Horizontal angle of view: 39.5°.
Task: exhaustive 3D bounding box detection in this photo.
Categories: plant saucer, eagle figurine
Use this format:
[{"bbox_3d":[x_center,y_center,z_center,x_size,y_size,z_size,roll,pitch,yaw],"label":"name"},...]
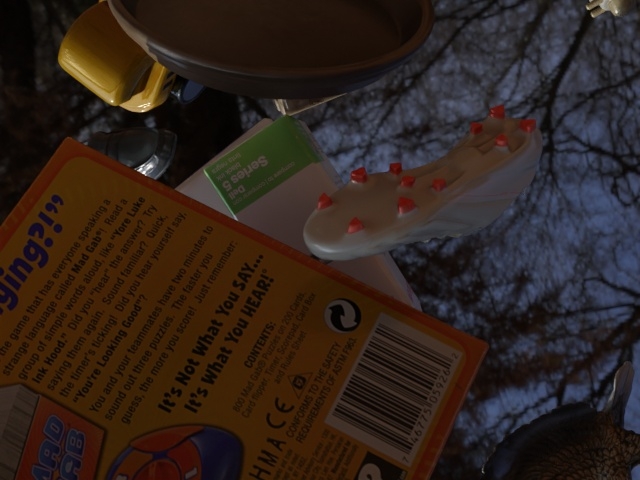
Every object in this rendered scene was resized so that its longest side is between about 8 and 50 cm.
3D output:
[{"bbox_3d":[-0.042,-0.199,0.767,0.278,0.041,0.278,5,-139,-4],"label":"plant saucer"},{"bbox_3d":[0.347,0.315,1.185,0.298,0.226,0.225,-19,-171,13],"label":"eagle figurine"}]

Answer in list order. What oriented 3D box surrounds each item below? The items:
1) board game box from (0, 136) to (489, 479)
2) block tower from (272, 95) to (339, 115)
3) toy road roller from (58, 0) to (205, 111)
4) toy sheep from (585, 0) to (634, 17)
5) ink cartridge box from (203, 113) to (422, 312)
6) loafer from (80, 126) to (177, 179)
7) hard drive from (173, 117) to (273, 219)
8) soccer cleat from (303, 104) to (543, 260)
[{"bbox_3d":[-0.127,0.207,0.741,0.356,0.356,0.356,27,-113,7],"label":"board game box"},{"bbox_3d":[-0.050,-0.319,1.069,0.097,0.335,0.091,-23,-151,-9],"label":"block tower"},{"bbox_3d":[-0.293,-0.364,1.492,0.202,0.329,0.240,36,-141,9],"label":"toy road roller"},{"bbox_3d":[0.423,-0.386,1.313,0.091,0.091,0.132,-21,-107,3],"label":"toy sheep"},{"bbox_3d":[0.000,0.000,1.038,0.115,0.272,0.198,-33,-179,6],"label":"ink cartridge box"},{"bbox_3d":[-0.273,-0.110,1.184,0.223,0.078,0.076,-8,-114,46],"label":"loafer"},{"bbox_3d":[-0.153,-0.025,1.484,0.319,0.210,0.040,-41,-153,-18],"label":"hard drive"},{"bbox_3d":[0.078,-0.024,0.611,0.196,0.076,0.068,-27,-137,-22],"label":"soccer cleat"}]
